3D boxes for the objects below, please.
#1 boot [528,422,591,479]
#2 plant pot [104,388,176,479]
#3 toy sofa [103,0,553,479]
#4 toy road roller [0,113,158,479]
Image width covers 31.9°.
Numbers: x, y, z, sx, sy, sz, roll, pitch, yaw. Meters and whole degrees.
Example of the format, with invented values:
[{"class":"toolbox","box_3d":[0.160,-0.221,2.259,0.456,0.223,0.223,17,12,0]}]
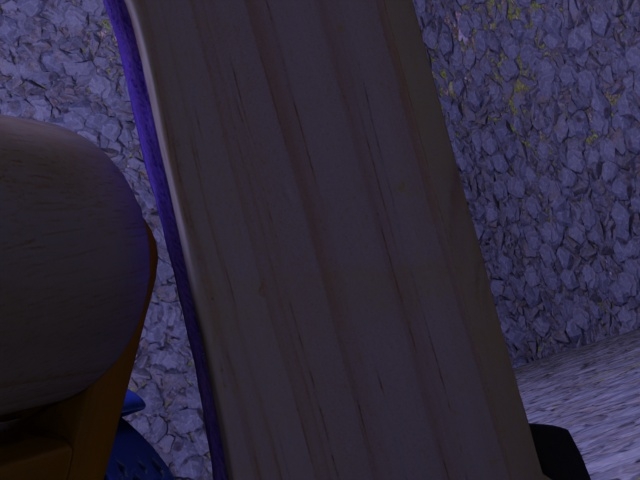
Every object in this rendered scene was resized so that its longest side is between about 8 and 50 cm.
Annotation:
[{"class":"boot","box_3d":[0.054,0.160,0.658,0.198,0.077,0.137,-19,-13,3]},{"class":"plant pot","box_3d":[-0.282,0.275,1.168,0.236,0.212,0.236,-20,-8,6]},{"class":"toy sofa","box_3d":[0.000,0.000,0.496,0.177,0.362,0.150,-12,-9,-19]},{"class":"toy road roller","box_3d":[-0.229,0.089,0.425,0.240,0.329,0.202,21,6,18]}]
